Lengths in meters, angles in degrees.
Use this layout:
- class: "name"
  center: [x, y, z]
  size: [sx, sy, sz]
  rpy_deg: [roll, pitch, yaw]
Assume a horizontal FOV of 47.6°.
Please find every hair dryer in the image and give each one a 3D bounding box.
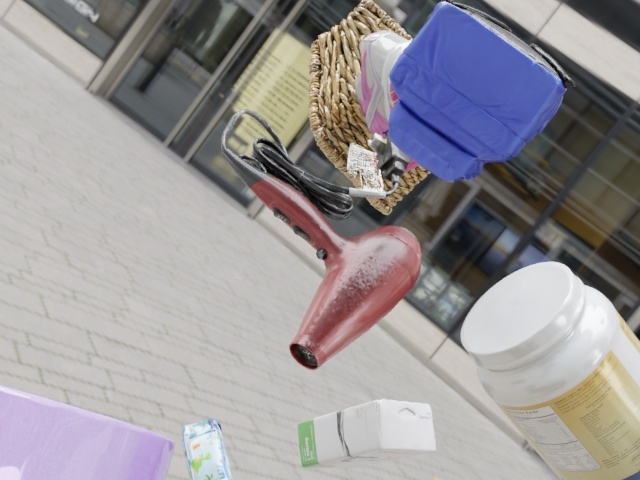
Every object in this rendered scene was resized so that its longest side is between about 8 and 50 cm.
- class: "hair dryer"
  center: [0.000, 0.000, 0.776]
  size: [0.223, 0.080, 0.294]
  rpy_deg: [5, 58, -13]

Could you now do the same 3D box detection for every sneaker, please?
- class: "sneaker"
  center: [0.107, -0.194, 1.022]
  size: [0.111, 0.103, 0.252]
  rpy_deg: [53, -20, 33]

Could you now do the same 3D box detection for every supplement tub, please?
- class: "supplement tub"
  center: [0.384, 0.210, 1.108]
  size: [0.316, 0.228, 0.228]
  rpy_deg: [49, 3, -15]

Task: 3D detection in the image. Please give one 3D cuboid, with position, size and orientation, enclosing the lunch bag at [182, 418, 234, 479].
- class: "lunch bag"
  center: [-0.232, 0.507, 1.556]
  size: [0.219, 0.090, 0.176]
  rpy_deg: [-116, -162, -44]

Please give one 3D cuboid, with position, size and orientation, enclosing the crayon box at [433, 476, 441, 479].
- class: "crayon box"
  center: [0.208, 0.425, 0.801]
  size: [0.323, 0.203, 0.083]
  rpy_deg: [14, -28, 53]

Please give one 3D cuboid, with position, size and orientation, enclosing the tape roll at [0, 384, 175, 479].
- class: "tape roll"
  center: [-0.223, 0.116, 0.385]
  size: [0.274, 0.090, 0.275]
  rpy_deg: [13, -21, 5]

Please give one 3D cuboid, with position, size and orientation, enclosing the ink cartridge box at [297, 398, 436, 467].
- class: "ink cartridge box"
  center: [0.088, 0.376, 1.397]
  size: [0.160, 0.219, 0.093]
  rpy_deg: [15, 60, -40]

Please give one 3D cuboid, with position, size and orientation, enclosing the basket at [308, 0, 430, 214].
- class: "basket"
  center: [0.086, -0.229, 1.248]
  size: [0.213, 0.223, 0.299]
  rpy_deg: [54, 10, 35]

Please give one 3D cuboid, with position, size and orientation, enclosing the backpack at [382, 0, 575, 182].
- class: "backpack"
  center: [0.097, -0.093, 0.473]
  size: [0.098, 0.101, 0.120]
  rpy_deg: [43, 21, 8]
